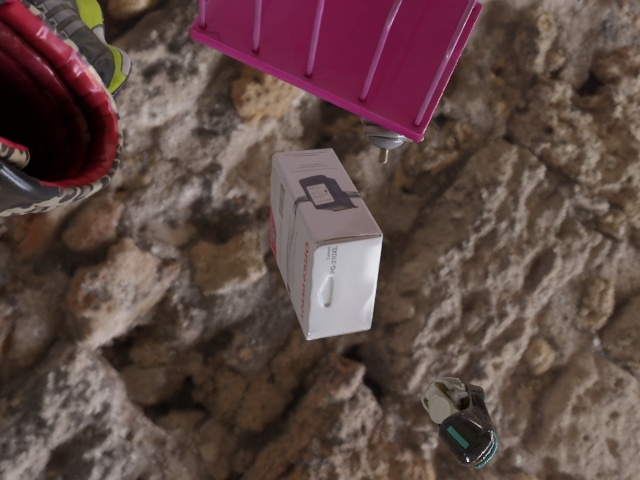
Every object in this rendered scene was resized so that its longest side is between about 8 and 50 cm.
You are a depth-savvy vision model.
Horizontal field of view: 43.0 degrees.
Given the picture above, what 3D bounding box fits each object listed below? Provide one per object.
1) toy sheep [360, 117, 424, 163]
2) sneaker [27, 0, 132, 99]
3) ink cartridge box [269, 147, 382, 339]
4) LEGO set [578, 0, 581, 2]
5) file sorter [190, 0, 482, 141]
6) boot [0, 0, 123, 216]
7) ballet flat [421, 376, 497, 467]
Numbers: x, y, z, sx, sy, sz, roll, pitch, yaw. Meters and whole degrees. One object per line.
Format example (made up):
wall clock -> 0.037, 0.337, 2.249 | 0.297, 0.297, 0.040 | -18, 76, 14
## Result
toy sheep -> 0.097, -0.169, 1.098 | 0.091, 0.091, 0.132 | -176, -87, -70
sneaker -> -0.323, -0.232, 0.989 | 0.111, 0.121, 0.300 | -53, -136, 17
ink cartridge box -> 0.000, 0.000, 1.171 | 0.237, 0.100, 0.172 | -115, -156, -51
LEGO set -> 0.302, -0.417, 1.096 | 0.060, 0.182, 0.244 | -41, -138, 9
file sorter -> 0.032, -0.287, 0.879 | 0.182, 0.290, 0.202 | 107, 9, -68
boot -> -0.294, -0.047, 0.406 | 0.284, 0.138, 0.377 | -13, 175, 10
ballet flat -> 0.212, 0.262, 1.261 | 0.095, 0.096, 0.280 | -52, 179, 3
